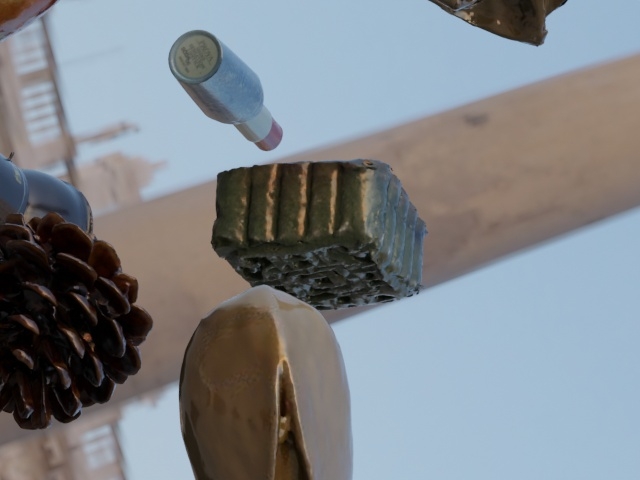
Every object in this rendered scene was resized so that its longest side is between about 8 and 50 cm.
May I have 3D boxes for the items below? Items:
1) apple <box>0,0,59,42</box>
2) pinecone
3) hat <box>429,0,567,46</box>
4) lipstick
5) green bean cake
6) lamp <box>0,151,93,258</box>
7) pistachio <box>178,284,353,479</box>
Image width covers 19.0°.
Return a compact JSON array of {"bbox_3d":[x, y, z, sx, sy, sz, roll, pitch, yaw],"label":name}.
[{"bbox_3d":[-0.271,-0.228,1.364,0.196,0.196,0.196,43,-37,45],"label":"apple"},{"bbox_3d":[-0.263,0.081,1.754,0.208,0.207,0.208,43,-37,45],"label":"pinecone"},{"bbox_3d":[0.172,-0.248,1.638,0.175,0.147,0.085,-44,-122,16],"label":"hat"},{"bbox_3d":[-0.089,-0.148,2.017,0.274,0.068,0.061,45,40,-69],"label":"lipstick"},{"bbox_3d":[0.000,0.000,1.842,0.181,0.173,0.094,51,39,-59],"label":"green bean cake"},{"bbox_3d":[-0.367,-0.041,2.035,0.147,0.172,0.227,53,5,34],"label":"lamp"},{"bbox_3d":[-0.038,0.143,1.404,0.152,0.126,0.223,-141,-135,-77],"label":"pistachio"}]
